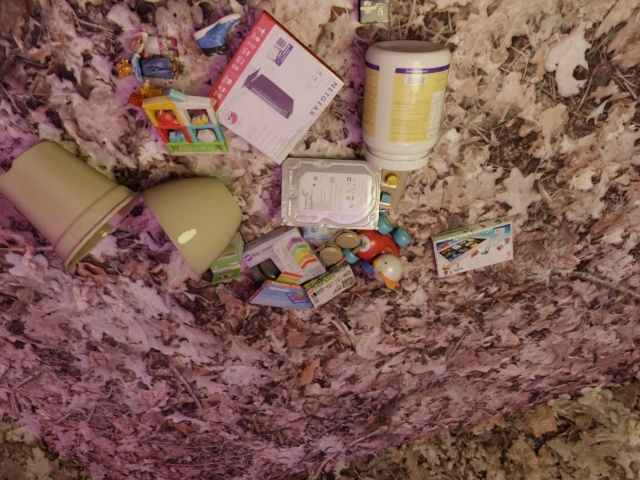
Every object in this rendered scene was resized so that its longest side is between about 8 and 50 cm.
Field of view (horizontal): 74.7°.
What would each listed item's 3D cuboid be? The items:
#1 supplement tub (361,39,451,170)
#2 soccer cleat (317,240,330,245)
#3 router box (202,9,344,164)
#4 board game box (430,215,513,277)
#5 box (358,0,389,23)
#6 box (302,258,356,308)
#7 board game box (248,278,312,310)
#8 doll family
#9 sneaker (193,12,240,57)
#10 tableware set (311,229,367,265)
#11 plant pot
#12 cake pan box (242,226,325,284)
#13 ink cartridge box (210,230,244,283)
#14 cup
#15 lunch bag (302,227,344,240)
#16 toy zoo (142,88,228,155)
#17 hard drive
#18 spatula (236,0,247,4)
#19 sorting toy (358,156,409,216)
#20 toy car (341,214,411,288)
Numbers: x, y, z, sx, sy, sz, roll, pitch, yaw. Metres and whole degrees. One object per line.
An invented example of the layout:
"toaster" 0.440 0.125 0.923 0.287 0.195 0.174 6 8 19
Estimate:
"supplement tub" 0.245 -0.401 1.252 0.240 0.241 0.332 -2 124 -3
"soccer cleat" 0.000 0.000 1.632 0.083 0.029 0.036 11 118 -16
"router box" -0.147 -0.454 1.286 0.301 0.082 0.335 32 116 -22
"board game box" 0.606 0.029 1.676 0.304 0.053 0.193 -15 124 6
"box" 0.150 -0.653 1.192 0.083 0.052 0.062 -5 123 -2
"box" 0.039 0.176 1.700 0.206 0.036 0.114 -31 123 -11
"board game box" -0.134 0.226 1.708 0.281 0.027 0.145 15 135 -36
"doll family" -0.497 -0.473 1.228 0.163 0.118 0.263 -2 124 -2
"sneaker" -0.281 -0.583 1.204 0.152 0.058 0.085 -20 117 15
"tableware set" 0.071 0.017 1.550 0.128 0.039 0.194 26 138 -24
"plant pot" -0.811 -0.136 1.343 0.333 0.334 0.305 -40 106 21
"cake pan box" -0.150 0.077 1.651 0.266 0.070 0.246 -25 120 14
"ink cartridge box" -0.347 0.058 1.538 0.108 0.209 0.062 -12 126 4
"cup" -0.405 -0.083 1.409 0.236 0.331 0.331 -36 123 -14
"lunch bag" 0.017 -0.071 1.546 0.151 0.096 0.129 8 123 2
"toy zoo" -0.404 -0.351 1.269 0.192 0.030 0.293 -1 158 1
"hard drive" 0.035 -0.160 1.437 0.338 0.064 0.237 4 99 3
"spatula" -0.299 -0.757 1.105 0.084 0.030 0.296 -32 120 18
"sorting toy" 0.211 -0.196 1.503 0.195 0.047 0.348 8 123 -9
"toy car" 0.224 0.074 1.555 0.210 0.238 0.219 30 121 -30
